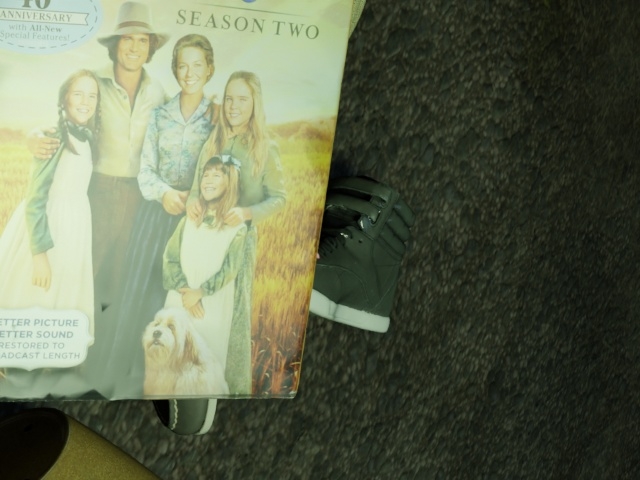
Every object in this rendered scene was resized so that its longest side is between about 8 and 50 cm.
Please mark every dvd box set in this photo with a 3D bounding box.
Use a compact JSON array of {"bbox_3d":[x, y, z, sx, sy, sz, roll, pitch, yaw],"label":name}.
[{"bbox_3d":[-0.131,-0.089,1.140,0.307,0.062,0.420,3,102,-29],"label":"dvd box set"}]

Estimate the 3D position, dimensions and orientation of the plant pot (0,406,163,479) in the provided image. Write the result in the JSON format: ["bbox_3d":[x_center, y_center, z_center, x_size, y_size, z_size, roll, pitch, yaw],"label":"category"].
[{"bbox_3d":[-0.184,0.262,1.205,0.237,0.237,0.254,-51,126,-33],"label":"plant pot"}]

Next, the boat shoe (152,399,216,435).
[{"bbox_3d":[-0.146,0.006,1.258,0.095,0.112,0.335,-9,110,-24],"label":"boat shoe"}]

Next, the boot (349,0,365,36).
[{"bbox_3d":[-0.040,-0.252,1.304,0.203,0.095,0.262,-35,132,-45],"label":"boot"}]

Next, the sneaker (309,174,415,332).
[{"bbox_3d":[0.000,0.000,1.472,0.296,0.104,0.147,17,86,-64],"label":"sneaker"}]
